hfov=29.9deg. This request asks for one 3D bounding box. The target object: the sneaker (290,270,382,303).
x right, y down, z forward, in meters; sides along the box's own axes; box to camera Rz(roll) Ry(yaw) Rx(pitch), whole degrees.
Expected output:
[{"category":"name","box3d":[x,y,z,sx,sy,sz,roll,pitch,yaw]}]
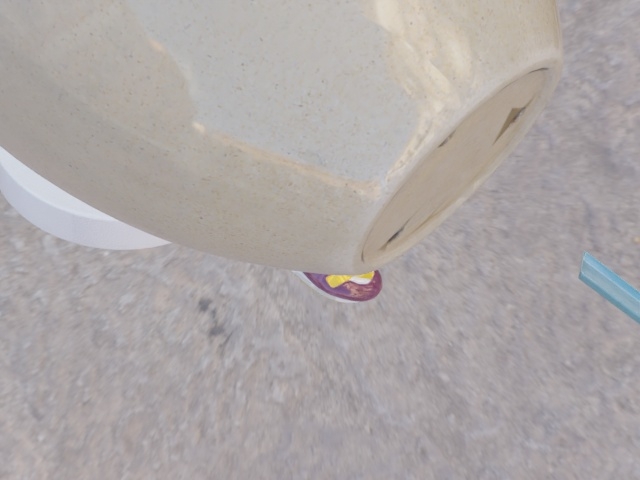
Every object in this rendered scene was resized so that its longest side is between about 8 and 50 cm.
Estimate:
[{"category":"sneaker","box3d":[0.000,0.000,1.298,0.185,0.084,0.069,32,51,-13]}]

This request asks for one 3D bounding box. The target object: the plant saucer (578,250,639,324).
[{"category":"plant saucer","box3d":[0.452,0.090,1.749,0.192,0.067,0.018,37,121,-6]}]

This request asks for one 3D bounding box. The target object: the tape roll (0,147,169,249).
[{"category":"tape roll","box3d":[-0.311,-0.150,1.862,0.392,0.392,0.072,12,136,-2]}]

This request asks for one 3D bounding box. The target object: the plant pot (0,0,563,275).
[{"category":"plant pot","box3d":[-0.005,-0.095,0.545,0.284,0.284,0.191,-44,75,2]}]
